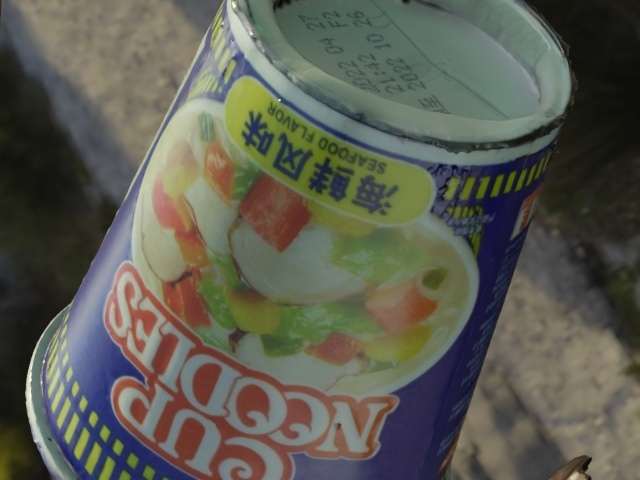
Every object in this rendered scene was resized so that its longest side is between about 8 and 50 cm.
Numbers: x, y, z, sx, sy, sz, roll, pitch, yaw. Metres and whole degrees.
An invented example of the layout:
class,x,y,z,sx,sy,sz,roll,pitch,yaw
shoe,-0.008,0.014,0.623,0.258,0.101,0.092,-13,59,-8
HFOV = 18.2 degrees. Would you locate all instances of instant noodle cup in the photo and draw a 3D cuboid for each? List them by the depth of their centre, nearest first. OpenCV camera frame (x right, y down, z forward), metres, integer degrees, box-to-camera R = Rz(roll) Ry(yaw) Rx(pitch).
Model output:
class,x,y,z,sx,sy,sz,roll,pitch,yaw
instant noodle cup,0.000,0.000,1.135,0.284,0.284,0.312,43,132,25

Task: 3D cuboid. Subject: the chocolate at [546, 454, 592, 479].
class,x,y,z,sx,sy,sz,roll,pitch,yaw
chocolate,0.010,0.131,0.550,0.182,0.086,0.028,-38,115,21
